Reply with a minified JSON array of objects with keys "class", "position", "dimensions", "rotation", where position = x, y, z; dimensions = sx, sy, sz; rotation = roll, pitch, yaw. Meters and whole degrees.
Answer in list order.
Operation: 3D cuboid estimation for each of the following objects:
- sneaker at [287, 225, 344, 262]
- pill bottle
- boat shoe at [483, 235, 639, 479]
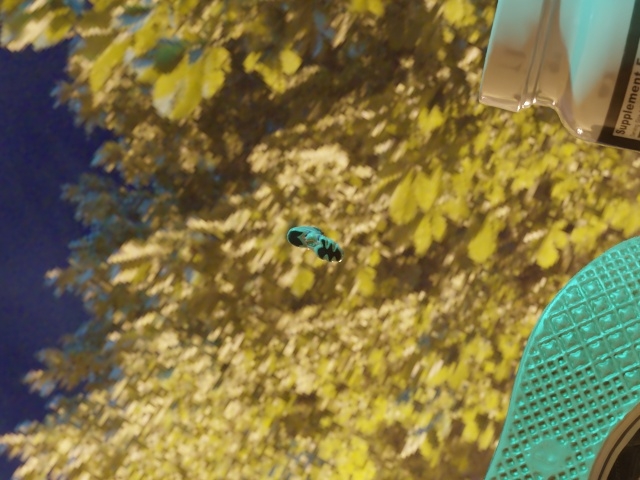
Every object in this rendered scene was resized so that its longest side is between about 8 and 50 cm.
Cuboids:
[{"class":"sneaker","position":[0.000,0.000,1.978],"dimensions":[0.098,0.069,0.038],"rotation":[27,-71,9]},{"class":"pill bottle","position":[0.348,-0.182,1.170],"dimensions":[0.363,0.210,0.210],"rotation":[12,-39,8]},{"class":"boat shoe","position":[0.326,0.223,1.504],"dimensions":[0.187,0.500,0.156],"rotation":[21,-11,28]}]
